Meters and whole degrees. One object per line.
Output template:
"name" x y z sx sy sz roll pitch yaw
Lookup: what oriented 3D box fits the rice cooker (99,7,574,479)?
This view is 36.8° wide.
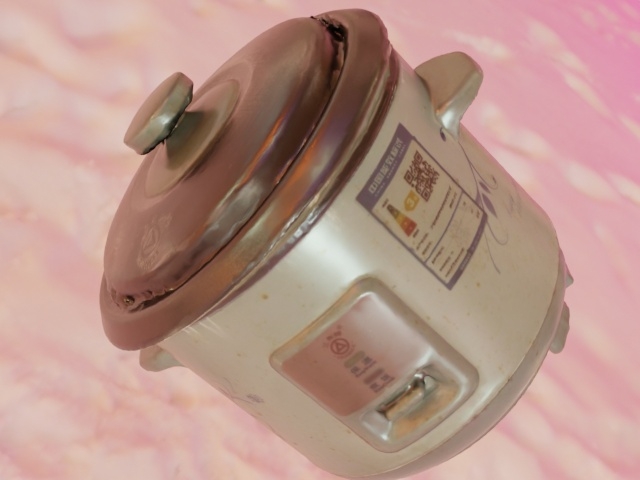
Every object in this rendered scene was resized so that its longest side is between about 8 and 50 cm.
"rice cooker" 0.000 0.000 0.644 0.316 0.317 0.264 28 26 -19
